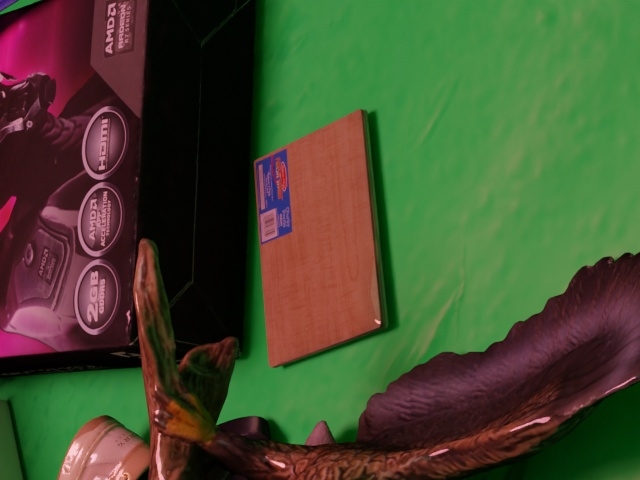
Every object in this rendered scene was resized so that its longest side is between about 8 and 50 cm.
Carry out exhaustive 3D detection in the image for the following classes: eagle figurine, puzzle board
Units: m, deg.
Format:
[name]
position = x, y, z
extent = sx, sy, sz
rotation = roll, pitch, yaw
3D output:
[eagle figurine]
position = 0.049, 0.129, 0.891
extent = 0.298, 0.225, 0.226
rotation = -1, 125, 19
[puzzle board]
position = 0.000, 0.000, 1.070
extent = 0.096, 0.011, 0.128
rotation = -23, 64, 45

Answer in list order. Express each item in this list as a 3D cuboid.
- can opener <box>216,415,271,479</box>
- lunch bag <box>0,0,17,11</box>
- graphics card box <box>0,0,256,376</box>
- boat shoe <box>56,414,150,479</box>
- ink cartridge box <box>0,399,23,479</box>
[can opener]
position = -0.097, 0.173, 1.087
extent = 0.186, 0.059, 0.073
rotation = -36, 12, 17
[lunch bag]
position = -0.162, -0.257, 1.182
extent = 0.293, 0.138, 0.221
rotation = -15, 40, 31
[graphics card box]
position = -0.193, -0.028, 1.231
extent = 0.371, 0.094, 0.233
rotation = -7, 77, 47
[boat shoe]
position = -0.139, 0.194, 1.147
extent = 0.059, 0.063, 0.170
rotation = 22, 106, 24
[ink cartridge box]
position = -0.279, 0.224, 1.184
extent = 0.114, 0.198, 0.273
rotation = -34, 57, 27
